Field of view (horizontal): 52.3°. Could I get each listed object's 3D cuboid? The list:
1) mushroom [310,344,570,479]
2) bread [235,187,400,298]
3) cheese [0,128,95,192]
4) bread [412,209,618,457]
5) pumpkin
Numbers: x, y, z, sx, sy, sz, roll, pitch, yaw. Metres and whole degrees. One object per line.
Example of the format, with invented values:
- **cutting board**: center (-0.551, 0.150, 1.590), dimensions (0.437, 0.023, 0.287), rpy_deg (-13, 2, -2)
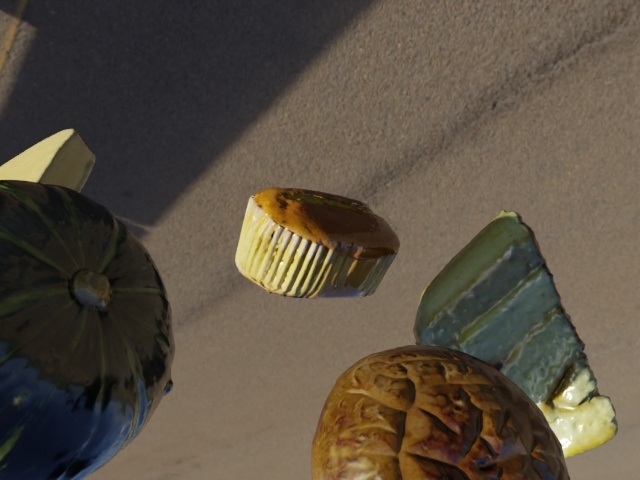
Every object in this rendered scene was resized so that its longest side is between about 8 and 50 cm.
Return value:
- **mushroom**: center (0.111, 0.212, 0.586), dimensions (0.253, 0.253, 0.153), rpy_deg (17, 145, -15)
- **bread**: center (0.000, 0.000, 1.153), dimensions (0.288, 0.204, 0.156), rpy_deg (9, 113, -32)
- **cheese**: center (-0.669, -0.120, 1.506), dimensions (0.384, 0.384, 0.104), rpy_deg (-10, 130, 28)
- **bread**: center (0.287, 0.174, 1.101), dimensions (0.264, 0.395, 0.239), rpy_deg (-24, 177, 11)
- **pumpkin**: center (-0.299, 0.093, 0.660), dimensions (0.241, 0.323, 0.323), rpy_deg (-22, 139, 32)
